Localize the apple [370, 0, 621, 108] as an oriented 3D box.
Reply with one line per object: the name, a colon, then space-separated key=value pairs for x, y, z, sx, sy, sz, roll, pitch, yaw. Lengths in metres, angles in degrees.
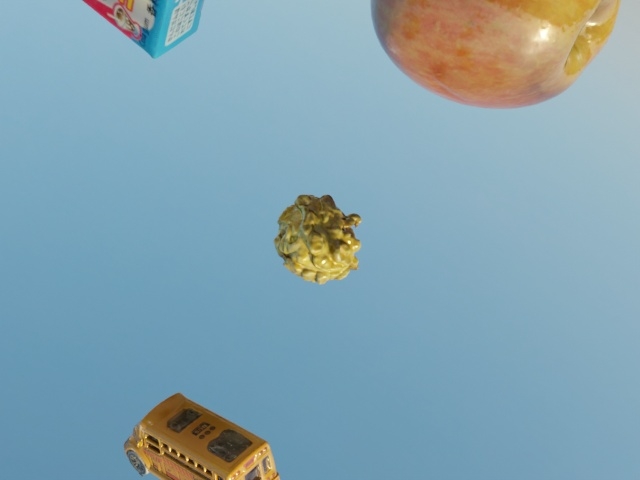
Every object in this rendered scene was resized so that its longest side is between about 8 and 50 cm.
apple: x=0.293 y=-0.397 z=1.291 sx=0.346 sy=0.391 sz=0.391 roll=28 pitch=-157 yaw=29

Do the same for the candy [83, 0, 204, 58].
candy: x=-0.282 y=-0.390 z=1.000 sx=0.306 sy=0.157 sz=0.100 roll=40 pitch=-124 yaw=3

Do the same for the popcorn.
popcorn: x=0.000 y=0.000 z=0.695 sx=0.083 sy=0.057 sz=0.082 roll=32 pitch=-142 yaw=-8

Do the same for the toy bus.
toy bus: x=-0.120 y=0.198 z=0.757 sx=0.162 sy=0.074 sz=0.069 roll=17 pitch=-142 yaw=36
